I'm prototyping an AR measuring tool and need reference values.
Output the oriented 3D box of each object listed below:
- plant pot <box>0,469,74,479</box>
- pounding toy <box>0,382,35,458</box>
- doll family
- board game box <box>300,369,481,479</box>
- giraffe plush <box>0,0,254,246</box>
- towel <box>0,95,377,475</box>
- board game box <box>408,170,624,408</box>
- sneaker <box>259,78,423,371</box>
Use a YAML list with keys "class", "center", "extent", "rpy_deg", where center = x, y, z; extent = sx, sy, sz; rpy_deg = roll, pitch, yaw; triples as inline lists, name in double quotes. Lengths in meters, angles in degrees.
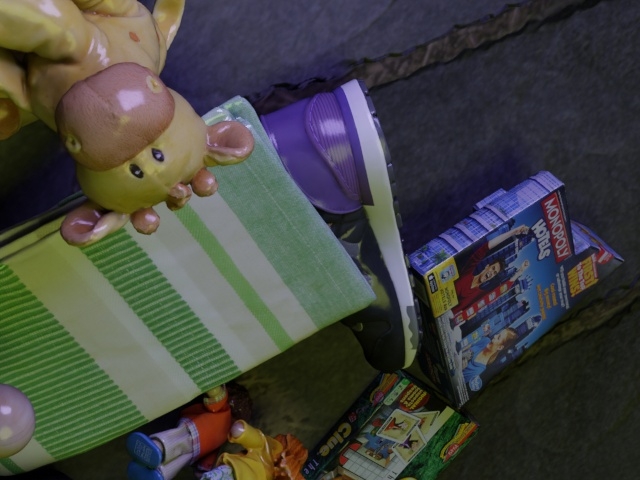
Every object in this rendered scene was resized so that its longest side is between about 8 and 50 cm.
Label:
- class: "plant pot"
  center: [-0.233, 0.281, 1.531]
  extent: [0.187, 0.188, 0.167]
  rpy_deg: [-4, 107, -38]
- class: "pounding toy"
  center: [-0.326, 0.157, 1.396]
  extent: [0.183, 0.110, 0.237]
  rpy_deg: [-40, -172, -40]
- class: "doll family"
  center: [-0.081, 0.239, 1.634]
  extent: [0.163, 0.118, 0.263]
  rpy_deg: [-27, 140, -51]
- class: "board game box"
  center: [0.022, 0.236, 1.793]
  extent: [0.259, 0.030, 0.136]
  rpy_deg: [-49, 139, 6]
- class: "giraffe plush"
  center: [-0.145, -0.089, 1.286]
  extent: [0.181, 0.170, 0.210]
  rpy_deg: [-44, 147, 20]
- class: "towel"
  center: [-0.148, 0.047, 1.457]
  extent: [0.325, 0.038, 0.248]
  rpy_deg: [-29, 137, 5]
- class: "board game box"
  center: [0.165, 0.023, 1.702]
  extent: [0.194, 0.060, 0.194]
  rpy_deg: [-33, 141, -14]
- class: "sneaker"
  center: [0.000, 0.000, 1.561]
  extent: [0.124, 0.107, 0.283]
  rpy_deg: [-17, 131, -3]
